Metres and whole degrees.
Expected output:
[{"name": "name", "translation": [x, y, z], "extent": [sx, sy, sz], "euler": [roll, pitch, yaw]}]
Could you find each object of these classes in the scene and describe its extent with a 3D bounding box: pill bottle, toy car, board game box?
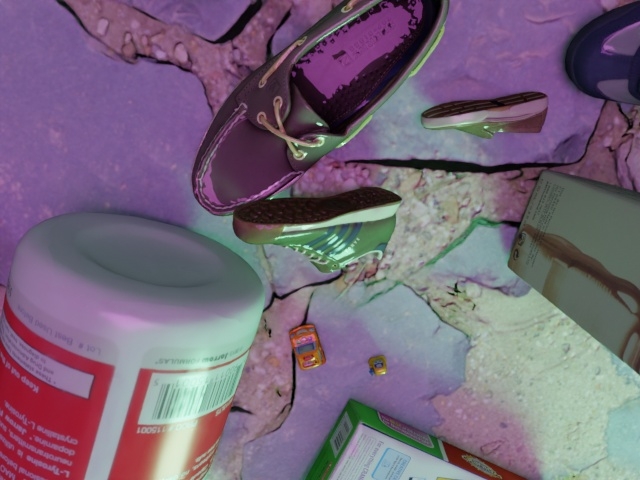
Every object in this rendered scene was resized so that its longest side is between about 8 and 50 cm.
[{"name": "pill bottle", "translation": [-0.220, 0.196, 0.578], "extent": [0.229, 0.229, 0.407], "euler": [17, 105, -9]}, {"name": "toy car", "translation": [0.023, 0.133, 0.673], "extent": [0.122, 0.040, 0.060], "euler": [0, 107, -4]}, {"name": "board game box", "translation": [0.122, 0.378, 0.726], "extent": [0.317, 0.064, 0.242], "euler": [28, 95, -12]}]

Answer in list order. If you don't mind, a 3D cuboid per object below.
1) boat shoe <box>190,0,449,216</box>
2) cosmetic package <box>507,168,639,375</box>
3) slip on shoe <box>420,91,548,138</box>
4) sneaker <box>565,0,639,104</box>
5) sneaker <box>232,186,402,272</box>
[{"name": "boat shoe", "translation": [-0.010, -0.138, 0.557], "extent": [0.324, 0.096, 0.116], "euler": [-41, 106, 8]}, {"name": "cosmetic package", "translation": [0.317, 0.032, 0.528], "extent": [0.153, 0.296, 0.129], "euler": [14, 105, -8]}, {"name": "slip on shoe", "translation": [0.175, -0.127, 0.602], "extent": [0.135, 0.051, 0.041], "euler": [-11, 120, -7]}, {"name": "sneaker", "translation": [0.394, -0.158, 0.512], "extent": [0.319, 0.131, 0.112], "euler": [5, 129, 22]}, {"name": "sneaker", "translation": [0.000, 0.000, 0.594], "extent": [0.192, 0.064, 0.086], "euler": [-10, 122, -29]}]
